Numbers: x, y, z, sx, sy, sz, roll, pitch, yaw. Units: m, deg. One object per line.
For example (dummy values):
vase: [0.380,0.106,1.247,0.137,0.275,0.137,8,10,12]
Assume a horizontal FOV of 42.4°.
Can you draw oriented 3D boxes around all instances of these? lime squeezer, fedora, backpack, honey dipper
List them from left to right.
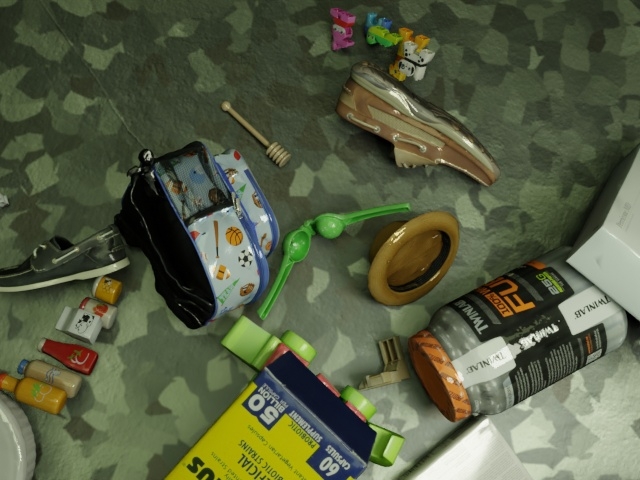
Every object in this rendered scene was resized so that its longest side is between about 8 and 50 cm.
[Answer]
backpack: [-0.191,-0.003,1.320,0.213,0.276,0.264,-20,81,-23]
honey dipper: [-0.120,-0.194,1.476,0.160,0.030,0.030,42,77,8]
lime squeezer: [0.000,0.000,1.394,0.310,0.110,0.059,-36,122,2]
fedora: [0.146,0.019,1.400,0.194,0.194,0.079,-36,46,-12]

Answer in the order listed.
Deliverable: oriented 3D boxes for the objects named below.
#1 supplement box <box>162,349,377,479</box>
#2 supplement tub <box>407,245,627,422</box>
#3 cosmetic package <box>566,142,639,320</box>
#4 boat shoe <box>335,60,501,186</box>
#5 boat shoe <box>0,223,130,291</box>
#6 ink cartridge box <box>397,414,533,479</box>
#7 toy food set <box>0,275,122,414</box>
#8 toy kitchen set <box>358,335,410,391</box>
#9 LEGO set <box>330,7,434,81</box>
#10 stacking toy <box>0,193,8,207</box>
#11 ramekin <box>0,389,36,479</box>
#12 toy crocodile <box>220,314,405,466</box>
supplement box: [-0.110,0.363,1.201,0.194,0.195,0.356,42,96,6]
supplement tub: [0.314,0.155,1.339,0.315,0.193,0.194,-26,80,-11]
cosmetic package: [0.581,0.012,1.348,0.284,0.097,0.377,42,40,5]
boat shoe: [0.170,-0.187,1.466,0.324,0.123,0.116,34,109,-5]
boat shoe: [-0.432,0.030,1.348,0.232,0.084,0.079,-13,104,6]
ink cartridge box: [0.262,0.428,1.347,0.181,0.056,0.225,-35,91,-12]
toy food set: [-0.411,0.158,1.322,0.104,0.111,0.232,20,68,2]
toy kitchen set: [0.092,0.207,1.376,0.068,0.083,0.075,-23,75,33]
LEGO set: [0.120,-0.342,1.502,0.227,0.093,0.087,34,37,31]
stacking toy: [-0.655,-0.110,1.403,0.221,0.052,0.167,-19,77,-7]
ramekin: [-0.559,0.330,1.239,0.272,0.127,0.273,0,85,1]
toy crocodile: [-0.015,0.246,1.335,0.340,0.105,0.115,41,76,6]
